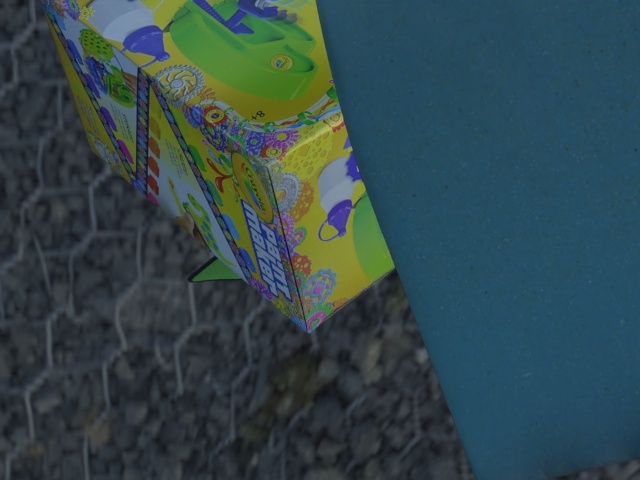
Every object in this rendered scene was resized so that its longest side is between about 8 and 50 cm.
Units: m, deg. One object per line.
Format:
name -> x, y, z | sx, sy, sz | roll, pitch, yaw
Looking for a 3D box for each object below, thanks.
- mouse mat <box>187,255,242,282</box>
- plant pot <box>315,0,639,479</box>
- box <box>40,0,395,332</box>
mouse mat -> 0.000, 0.000, 1.515 | 0.190, 0.152, 0.007 | -5, 70, -37
plant pot -> 0.101, -0.073, 0.570 | 0.166, 0.165, 0.234 | -30, 95, -46
box -> 0.002, -0.136, 1.342 | 0.290, 0.177, 0.279 | -36, 51, -21
